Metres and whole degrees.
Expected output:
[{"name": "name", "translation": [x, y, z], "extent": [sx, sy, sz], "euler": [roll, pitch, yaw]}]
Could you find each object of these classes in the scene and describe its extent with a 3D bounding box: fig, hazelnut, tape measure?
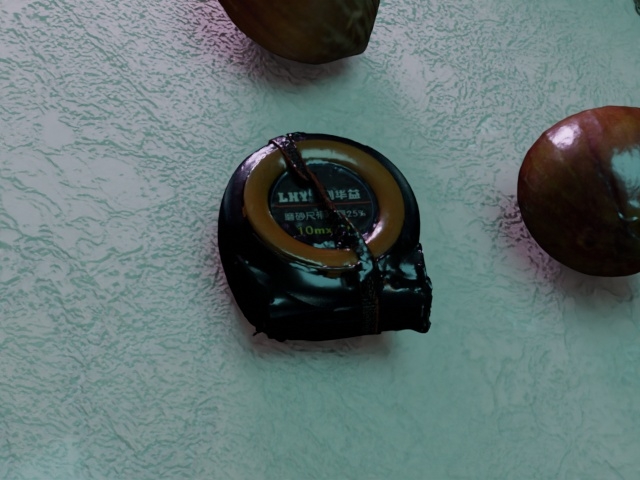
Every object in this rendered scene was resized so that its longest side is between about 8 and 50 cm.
[{"name": "fig", "translation": [0.315, -0.043, 1.420], "extent": [0.205, 0.205, 0.205], "euler": [10, 55, -14]}, {"name": "hazelnut", "translation": [-0.022, -0.298, 1.483], "extent": [0.181, 0.181, 0.212], "euler": [19, 39, 19]}, {"name": "tape measure", "translation": [0.000, 0.000, 1.320], "extent": [0.202, 0.135, 0.222], "euler": [-4, 56, -11]}]

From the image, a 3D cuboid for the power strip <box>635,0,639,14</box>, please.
[{"name": "power strip", "translation": [0.482, -0.315, 1.780], "extent": [0.136, 0.019, 0.051], "euler": [-4, 57, -23]}]
